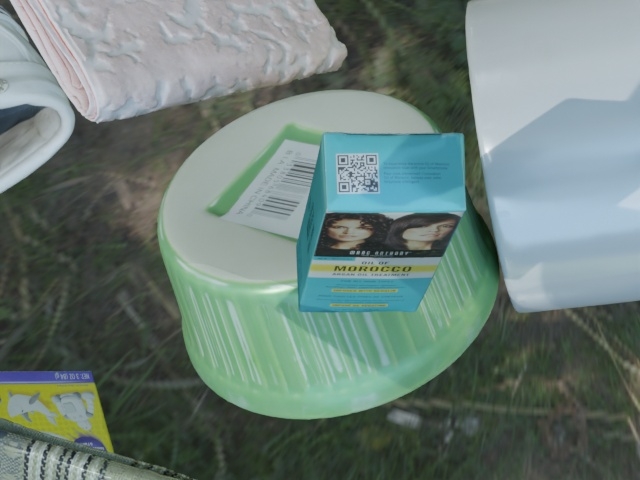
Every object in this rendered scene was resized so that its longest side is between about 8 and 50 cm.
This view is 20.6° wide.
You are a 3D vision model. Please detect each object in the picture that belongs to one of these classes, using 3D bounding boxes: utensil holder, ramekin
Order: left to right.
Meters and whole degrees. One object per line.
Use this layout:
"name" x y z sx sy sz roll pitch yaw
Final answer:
"ramekin" 0.000 0.000 1.590 0.303 0.303 0.148 -13 131 9
"utensil holder" 0.349 -0.110 1.630 0.385 0.327 0.327 -8 97 11

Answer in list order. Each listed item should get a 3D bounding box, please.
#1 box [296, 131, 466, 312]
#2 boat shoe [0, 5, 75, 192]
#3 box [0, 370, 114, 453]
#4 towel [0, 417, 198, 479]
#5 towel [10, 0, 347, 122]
"box" 0.041 -0.008 1.317 0.100 0.244 0.060 0 71 -5
"boat shoe" -0.220 -0.007 0.688 0.267 0.096 0.088 -29 52 -23
"box" -0.179 0.168 1.128 0.043 0.105 0.179 -51 48 43
"towel" -0.109 0.223 0.919 0.324 0.056 0.312 16 123 16
"towel" -0.170 -0.276 1.796 0.317 0.332 0.053 58 138 17
